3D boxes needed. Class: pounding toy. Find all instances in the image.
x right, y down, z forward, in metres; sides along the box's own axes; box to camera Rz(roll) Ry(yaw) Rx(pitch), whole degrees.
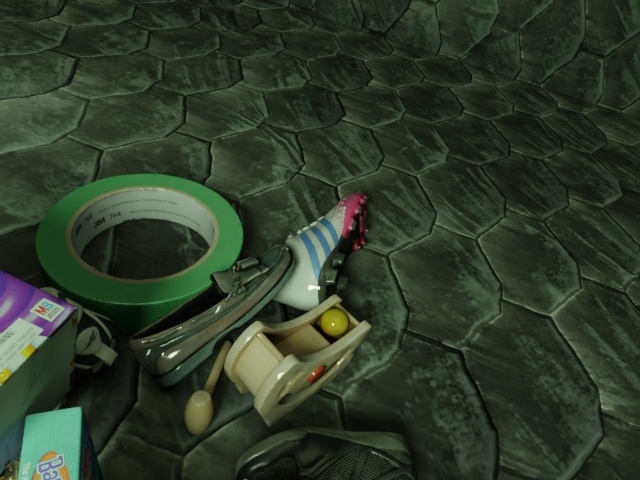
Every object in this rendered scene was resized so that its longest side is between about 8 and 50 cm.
[{"bbox_3d":[-0.071,0.145,0.648,0.269,0.154,0.155,-27,56,-38],"label":"pounding toy"}]

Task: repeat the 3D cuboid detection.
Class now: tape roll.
[{"bbox_3d":[-0.296,0.008,0.795,0.321,0.077,0.321,8,42,-7],"label":"tape roll"}]

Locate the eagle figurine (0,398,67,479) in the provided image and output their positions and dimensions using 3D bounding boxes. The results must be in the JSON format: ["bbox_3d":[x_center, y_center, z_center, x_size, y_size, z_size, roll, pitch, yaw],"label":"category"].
[{"bbox_3d":[-0.434,0.193,0.446,0.226,0.298,0.225,10,73,46],"label":"eagle figurine"}]

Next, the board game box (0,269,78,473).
[{"bbox_3d":[-0.370,0.080,0.381,0.275,0.144,0.142,27,39,-2],"label":"board game box"}]

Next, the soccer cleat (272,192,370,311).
[{"bbox_3d":[0.000,0.000,0.861,0.143,0.116,0.331,5,33,18],"label":"soccer cleat"}]

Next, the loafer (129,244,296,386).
[{"bbox_3d":[-0.148,0.088,0.673,0.267,0.084,0.096,-44,22,-22],"label":"loafer"}]

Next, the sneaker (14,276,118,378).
[{"bbox_3d":[-0.362,0.128,0.636,0.235,0.153,0.094,-7,46,34],"label":"sneaker"}]

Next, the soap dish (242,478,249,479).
[{"bbox_3d":[-0.018,0.374,0.371,0.118,0.229,0.291,-21,50,-13],"label":"soap dish"}]

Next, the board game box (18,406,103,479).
[{"bbox_3d":[-0.226,0.275,0.418,0.047,0.210,0.160,-4,45,-20],"label":"board game box"}]

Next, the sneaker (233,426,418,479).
[{"bbox_3d":[0.015,0.294,0.545,0.227,0.087,0.130,8,23,-14],"label":"sneaker"}]
